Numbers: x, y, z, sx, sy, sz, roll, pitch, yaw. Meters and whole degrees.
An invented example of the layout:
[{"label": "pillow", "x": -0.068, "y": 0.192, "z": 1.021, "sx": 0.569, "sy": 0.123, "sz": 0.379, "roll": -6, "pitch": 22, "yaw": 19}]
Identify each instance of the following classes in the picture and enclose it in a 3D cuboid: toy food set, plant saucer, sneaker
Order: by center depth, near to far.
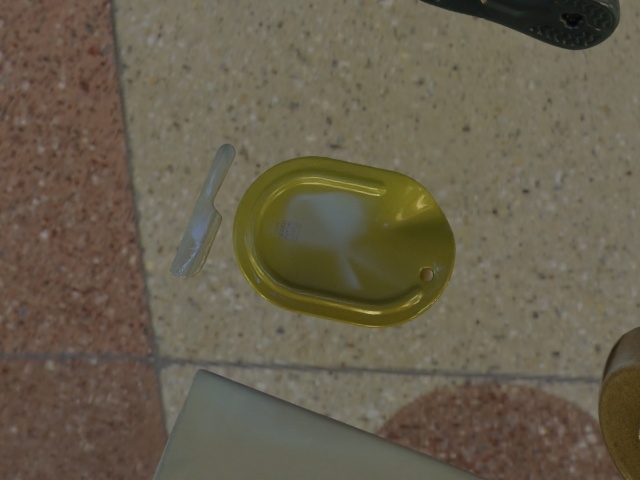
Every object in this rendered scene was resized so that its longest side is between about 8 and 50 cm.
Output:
[{"label": "plant saucer", "x": 0.132, "y": 0.074, "z": 0.465, "sx": 0.015, "sy": 0.083, "sz": 0.083, "roll": -18, "pitch": 133, "yaw": -27}, {"label": "sneaker", "x": 0.133, "y": -0.245, "z": 0.970, "sx": 0.227, "sy": 0.130, "sz": 0.087, "roll": 18, "pitch": 141, "yaw": -10}, {"label": "toy food set", "x": 0.000, "y": 0.000, "z": 0.997, "sx": 0.217, "sy": 0.071, "sz": 0.128, "roll": 13, "pitch": 83, "yaw": 3}]

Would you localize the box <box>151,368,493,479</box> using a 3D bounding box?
[{"label": "box", "x": 0.053, "y": 0.193, "z": 0.632, "sx": 0.311, "sy": 0.121, "sz": 0.148, "roll": 22, "pitch": 154, "yaw": -3}]
